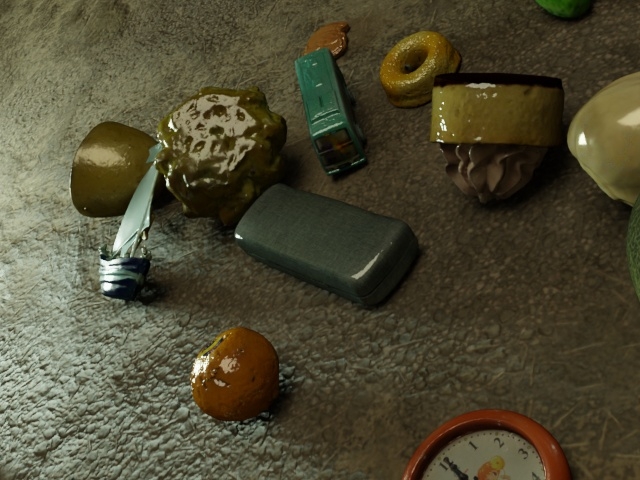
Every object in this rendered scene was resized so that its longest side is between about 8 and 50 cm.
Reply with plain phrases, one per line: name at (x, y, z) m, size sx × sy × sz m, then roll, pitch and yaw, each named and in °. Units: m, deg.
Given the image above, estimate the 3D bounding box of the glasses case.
glasses case at (0.000, 0.000, 1.401) m, size 0.323 × 0.074 × 0.131 m, roll 20°, pitch 67°, yaw 47°

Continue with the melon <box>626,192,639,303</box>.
melon at (0.443, 0.034, 0.894) m, size 0.248 × 0.248 × 0.329 m, roll -27°, pitch 48°, yaw 14°

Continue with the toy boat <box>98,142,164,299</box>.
toy boat at (-0.330, -0.041, 1.616) m, size 0.220 × 0.067 × 0.291 m, roll -4°, pitch 73°, yaw 60°

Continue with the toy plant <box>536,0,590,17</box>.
toy plant at (0.404, -0.515, 1.547) m, size 0.224 × 0.184 × 0.316 m, roll -41°, pitch 55°, yaw 4°

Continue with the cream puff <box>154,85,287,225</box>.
cream puff at (-0.163, -0.151, 1.577) m, size 0.244 × 0.244 × 0.196 m, roll -26°, pitch 9°, yaw 15°

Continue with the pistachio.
pistachio at (0.449, -0.131, 1.091) m, size 0.299 × 0.188 × 0.188 m, roll -8°, pitch 47°, yaw 22°

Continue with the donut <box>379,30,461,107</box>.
donut at (0.168, -0.301, 1.581) m, size 0.151 × 0.058 × 0.152 m, roll -21°, pitch 44°, yaw 22°

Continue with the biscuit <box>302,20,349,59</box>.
biscuit at (0.010, -0.388, 1.816) m, size 0.102 × 0.019 × 0.131 m, roll -12°, pitch 46°, yaw 30°

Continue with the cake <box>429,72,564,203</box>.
cake at (0.249, -0.145, 1.299) m, size 0.185 × 0.178 × 0.207 m, roll 5°, pitch 18°, yaw 16°

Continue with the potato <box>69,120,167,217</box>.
potato at (-0.364, -0.128, 1.755) m, size 0.158 × 0.178 × 0.203 m, roll 14°, pitch 35°, yaw 27°

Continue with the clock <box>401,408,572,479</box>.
clock at (0.178, 0.282, 1.006) m, size 0.205 × 0.051 × 0.205 m, roll -22°, pitch 42°, yaw 21°

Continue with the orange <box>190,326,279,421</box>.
orange at (-0.117, 0.191, 1.275) m, size 0.135 × 0.118 × 0.135 m, roll -32°, pitch 9°, yaw 6°

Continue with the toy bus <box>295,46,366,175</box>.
toy bus at (0.014, -0.227, 1.592) m, size 0.091 × 0.109 × 0.262 m, roll -23°, pitch 42°, yaw 9°
